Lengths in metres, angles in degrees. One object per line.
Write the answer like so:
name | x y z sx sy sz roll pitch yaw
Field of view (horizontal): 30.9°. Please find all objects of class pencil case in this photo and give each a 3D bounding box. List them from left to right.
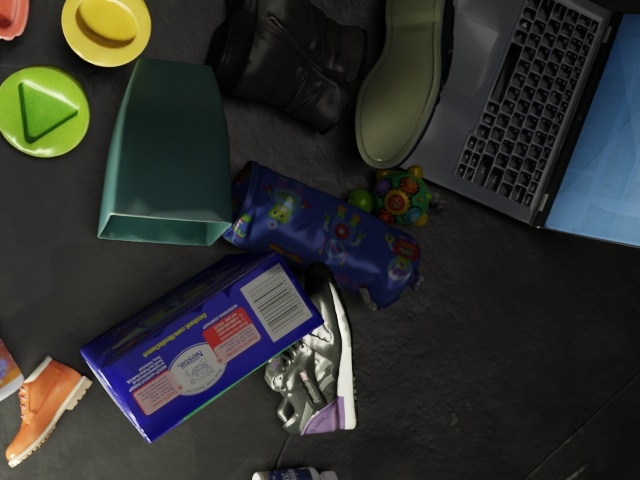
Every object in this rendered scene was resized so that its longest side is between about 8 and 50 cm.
pencil case | 0.000 0.000 1.700 0.306 0.119 0.133 25 61 -13

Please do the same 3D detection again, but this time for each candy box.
candy box | -0.169 0.130 1.548 0.268 0.317 0.122 -33 99 -13

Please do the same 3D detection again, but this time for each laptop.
laptop | 0.376 -0.223 1.739 0.408 0.236 0.381 23 82 -9

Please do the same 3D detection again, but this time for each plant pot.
plant pot | -0.216 -0.126 1.625 0.166 0.166 0.234 4 78 -16

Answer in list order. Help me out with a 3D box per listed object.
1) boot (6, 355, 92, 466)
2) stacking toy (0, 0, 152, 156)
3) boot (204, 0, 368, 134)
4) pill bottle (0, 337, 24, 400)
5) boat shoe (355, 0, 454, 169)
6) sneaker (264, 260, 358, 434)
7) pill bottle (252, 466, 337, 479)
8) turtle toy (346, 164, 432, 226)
boot | -0.400 0.237 1.617 0.085 0.059 0.158 38 71 -8
stacking toy | -0.410 -0.286 1.628 0.309 0.130 0.279 24 109 -11
boot | -0.027 -0.344 1.723 0.223 0.118 0.338 17 91 -21
pill bottle | -0.503 0.130 1.554 0.121 0.121 0.216 -31 97 -14
boat shoe | 0.139 -0.252 1.743 0.127 0.113 0.340 -2 70 25
sneaker | -0.020 0.167 1.656 0.124 0.107 0.283 -11 119 -9
pill bottle | -0.037 0.370 1.707 0.120 0.067 0.067 -2 89 -16
turtle toy | 0.104 -0.061 1.750 0.130 0.066 0.095 -4 102 14
